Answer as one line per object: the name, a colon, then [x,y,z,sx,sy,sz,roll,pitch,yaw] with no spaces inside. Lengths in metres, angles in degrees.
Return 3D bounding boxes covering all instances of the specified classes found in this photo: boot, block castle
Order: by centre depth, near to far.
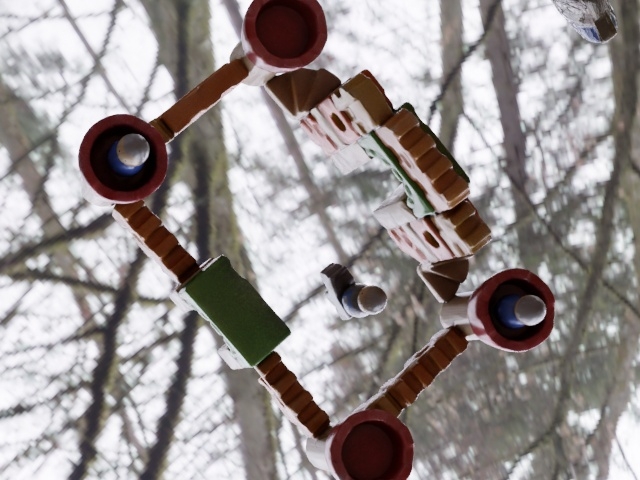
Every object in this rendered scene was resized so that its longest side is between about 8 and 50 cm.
block castle: [0.000,0.000,1.300,0.303,0.213,0.453,-41,-84,-16]
boot: [0.256,-0.288,1.422,0.082,0.106,0.219,-30,-152,4]
